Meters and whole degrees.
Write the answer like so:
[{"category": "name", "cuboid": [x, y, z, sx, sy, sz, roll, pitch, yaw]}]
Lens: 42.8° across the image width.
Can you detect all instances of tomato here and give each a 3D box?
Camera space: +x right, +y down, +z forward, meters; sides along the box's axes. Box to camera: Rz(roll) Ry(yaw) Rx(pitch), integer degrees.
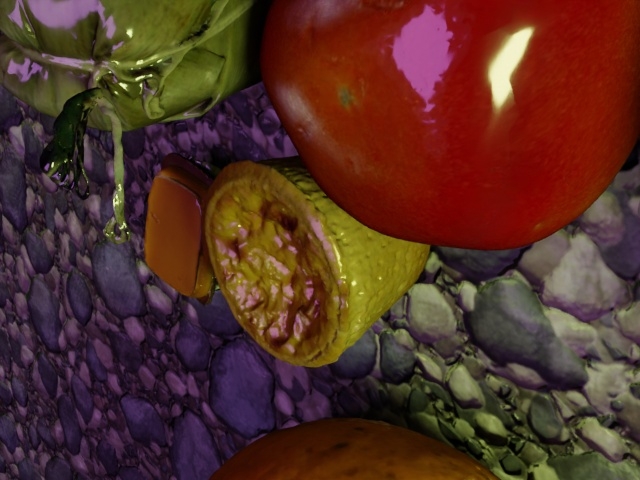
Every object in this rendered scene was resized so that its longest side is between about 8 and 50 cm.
[{"category": "tomato", "cuboid": [0.091, -0.126, 0.577, 0.299, 0.226, 0.298, 17, 118, 35]}]

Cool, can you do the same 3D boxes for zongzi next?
[{"category": "zongzi", "cuboid": [-0.111, -0.258, 0.578, 0.182, 0.447, 0.418, 15, 115, 11]}]

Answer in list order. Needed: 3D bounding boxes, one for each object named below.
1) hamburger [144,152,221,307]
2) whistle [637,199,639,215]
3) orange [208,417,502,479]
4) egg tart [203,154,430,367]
[{"category": "hamburger", "cuboid": [-0.143, -0.021, 0.940, 0.137, 0.087, 0.165, 35, 127, 28]}, {"category": "whistle", "cuboid": [0.273, -0.111, 0.503, 0.110, 0.092, 0.244, 21, 122, 1]}, {"category": "orange", "cuboid": [0.046, 0.371, 0.764, 0.424, 0.326, 0.423, 0, 90, 50]}, {"category": "egg tart", "cuboid": [0.000, 0.000, 0.763, 0.203, 0.147, 0.202, 28, 131, 36]}]
